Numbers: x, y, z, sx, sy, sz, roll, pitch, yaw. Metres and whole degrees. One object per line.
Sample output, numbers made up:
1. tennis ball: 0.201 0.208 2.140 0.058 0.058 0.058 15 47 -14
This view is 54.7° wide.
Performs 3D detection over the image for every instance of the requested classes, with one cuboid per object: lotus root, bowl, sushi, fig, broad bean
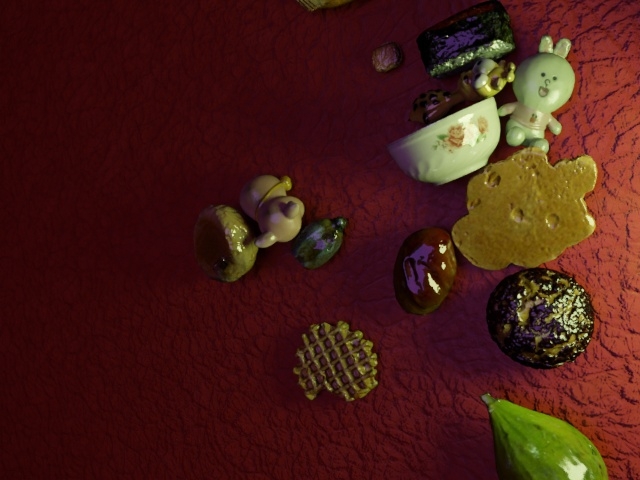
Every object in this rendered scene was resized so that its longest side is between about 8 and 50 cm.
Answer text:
1. lotus root: 0.000 0.000 1.725 0.192 0.088 0.113 -42 80 21
2. bowl: 0.306 -0.221 1.467 0.277 0.277 0.145 -24 93 27
3. sushi: 0.355 -0.478 1.502 0.225 0.136 0.126 -21 83 20
4. fig: 0.503 0.481 1.380 0.233 0.233 0.314 -20 76 27
5. broad bean: 0.263 0.076 1.563 0.156 0.122 0.229 11 99 17

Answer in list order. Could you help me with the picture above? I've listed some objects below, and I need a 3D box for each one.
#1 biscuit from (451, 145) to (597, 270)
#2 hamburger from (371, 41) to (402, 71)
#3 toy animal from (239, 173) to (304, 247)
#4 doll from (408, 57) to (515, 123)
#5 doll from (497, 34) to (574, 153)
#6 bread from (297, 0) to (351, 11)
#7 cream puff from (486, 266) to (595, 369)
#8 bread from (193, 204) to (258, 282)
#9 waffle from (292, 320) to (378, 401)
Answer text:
1. biscuit: 0.473 -0.074 1.445 0.376 0.051 0.269 -39 92 34
2. hamburger: 0.176 -0.489 1.648 0.083 0.044 0.076 -15 85 30
3. toy animal: -0.139 -0.099 1.769 0.165 0.149 0.248 -58 46 21
4. doll: 0.337 -0.358 1.509 0.291 0.086 0.117 -18 44 44
5. doll: 0.500 -0.331 1.439 0.154 0.113 0.275 15 93 7
6. bread: 0.060 -0.766 1.651 0.388 0.183 0.236 -12 69 34
7. cream puff: 0.496 0.178 1.411 0.239 0.165 0.239 -1 89 26
8. bread: -0.271 0.008 1.826 0.244 0.134 0.245 14 110 43
9. waffle: 0.042 0.351 1.723 0.253 0.056 0.249 29 104 24
